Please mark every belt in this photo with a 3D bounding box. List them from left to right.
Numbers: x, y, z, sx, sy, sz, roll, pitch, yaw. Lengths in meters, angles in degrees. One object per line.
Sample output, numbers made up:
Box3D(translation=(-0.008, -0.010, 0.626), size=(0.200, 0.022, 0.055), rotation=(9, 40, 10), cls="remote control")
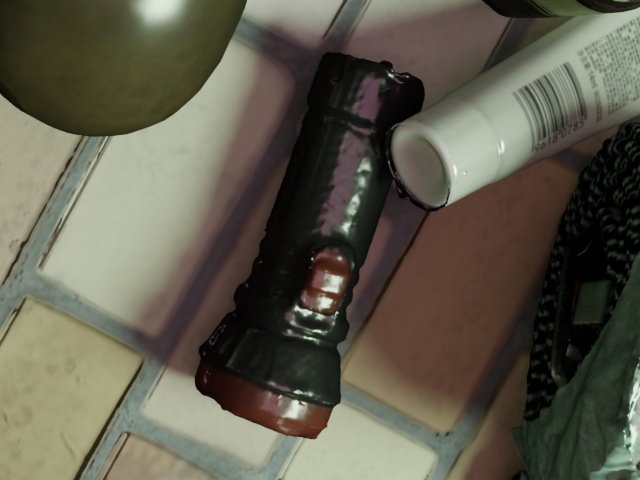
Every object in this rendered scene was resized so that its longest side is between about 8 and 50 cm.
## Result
Box3D(translation=(0.213, 0.062, 1.094), size=(0.150, 0.207, 0.257), rotation=(16, 61, -10), cls="belt")

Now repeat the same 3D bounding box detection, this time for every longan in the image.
Box3D(translation=(-0.121, -0.152, 1.039), size=(0.189, 0.189, 0.189), rotation=(-1, 97, -11), cls="longan")

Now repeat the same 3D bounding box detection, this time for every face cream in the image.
Box3D(translation=(0.146, -0.093, 1.125), size=(0.243, 0.058, 0.092), rotation=(-28, 104, -31), cls="face cream")

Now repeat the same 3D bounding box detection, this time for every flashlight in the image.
Box3D(translation=(0.000, 0.000, 1.115), size=(0.093, 0.093, 0.232), rotation=(20, 92, -13), cls="flashlight")

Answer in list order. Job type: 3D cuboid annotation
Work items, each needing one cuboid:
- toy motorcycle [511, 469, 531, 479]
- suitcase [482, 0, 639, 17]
Box3D(translation=(0.105, 0.237, 1.156), size=(0.159, 0.106, 0.270), rotation=(33, 77, -8), cls="toy motorcycle")
Box3D(translation=(0.182, -0.290, 0.989), size=(0.194, 0.339, 0.351), rotation=(39, 88, -13), cls="suitcase")
